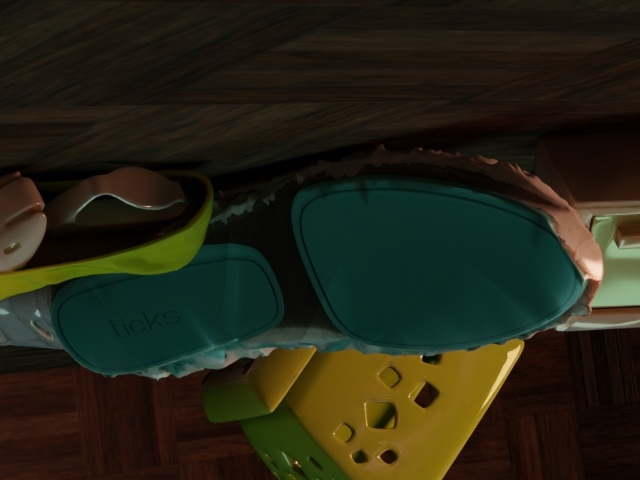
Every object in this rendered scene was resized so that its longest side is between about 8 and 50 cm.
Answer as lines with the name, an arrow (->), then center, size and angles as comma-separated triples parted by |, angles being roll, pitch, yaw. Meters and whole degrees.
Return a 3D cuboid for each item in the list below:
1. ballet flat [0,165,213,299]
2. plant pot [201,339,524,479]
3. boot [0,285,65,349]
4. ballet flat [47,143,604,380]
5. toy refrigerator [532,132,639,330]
ballet flat -> -0.162, -0.011, 1.168 | 0.231, 0.077, 0.077 | -7, 154, -35
plant pot -> 0.026, 0.134, 1.940 | 0.207, 0.227, 0.228 | 38, 162, -11
boot -> -0.213, 0.054, 1.695 | 0.123, 0.095, 0.258 | -2, 167, 10
ballet flat -> 0.000, 0.000, 1.312 | 0.409, 0.147, 0.147 | -7, 175, 28
toy refrigerator -> 0.278, -0.008, 1.309 | 0.270, 0.102, 0.094 | -2, -147, -12
